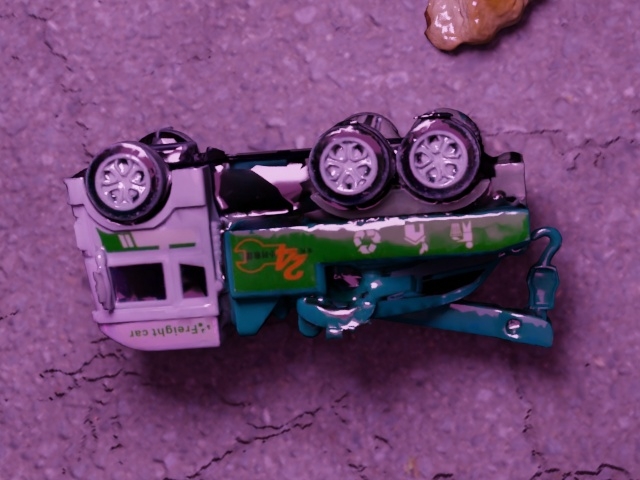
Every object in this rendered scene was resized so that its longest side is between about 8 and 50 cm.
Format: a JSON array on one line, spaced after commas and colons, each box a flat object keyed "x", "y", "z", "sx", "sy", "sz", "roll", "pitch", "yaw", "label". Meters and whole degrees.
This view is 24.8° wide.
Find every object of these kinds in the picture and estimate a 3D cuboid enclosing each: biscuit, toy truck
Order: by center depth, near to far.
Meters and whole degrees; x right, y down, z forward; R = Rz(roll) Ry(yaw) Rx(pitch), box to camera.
[{"x": -0.002, "y": -0.007, "z": 1.092, "sx": 0.363, "sy": 0.176, "sz": 0.178, "roll": -1, "pitch": 97, "yaw": 7, "label": "toy truck"}, {"x": 0.126, "y": -0.248, "z": 1.148, "sx": 0.118, "sy": 0.061, "sz": 0.183, "roll": -11, "pitch": 83, "yaw": 5, "label": "biscuit"}]
